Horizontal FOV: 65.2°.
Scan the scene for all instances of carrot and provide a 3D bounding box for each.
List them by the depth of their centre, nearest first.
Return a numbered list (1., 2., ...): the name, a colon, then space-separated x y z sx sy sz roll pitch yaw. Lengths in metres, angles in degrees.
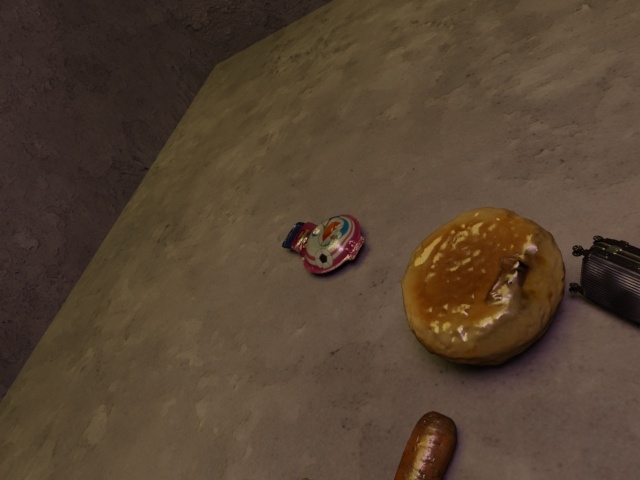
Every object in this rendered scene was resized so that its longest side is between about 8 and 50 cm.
1. carrot: 0.127 0.315 0.659 0.060 0.060 0.186 8 61 47

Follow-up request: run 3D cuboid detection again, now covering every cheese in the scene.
1. cheese: 0.000 0.000 1.100 0.244 0.062 0.155 13 65 50

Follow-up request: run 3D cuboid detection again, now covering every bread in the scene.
1. bread: 0.241 0.072 0.739 0.244 0.134 0.244 -23 43 23

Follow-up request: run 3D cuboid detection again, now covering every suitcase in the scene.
1. suitcase: 0.395 0.053 0.647 0.059 0.086 0.126 -23 31 -19

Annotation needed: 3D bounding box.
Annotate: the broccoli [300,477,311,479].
1. broccoli: 0.023 0.392 0.535 0.254 0.186 0.302 -36 52 29
